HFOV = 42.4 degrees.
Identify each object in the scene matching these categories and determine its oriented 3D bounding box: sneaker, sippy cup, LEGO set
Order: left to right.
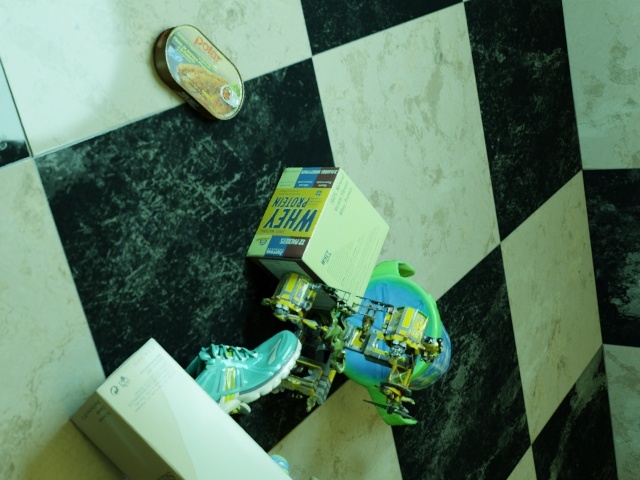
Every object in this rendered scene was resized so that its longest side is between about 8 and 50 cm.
[{"bbox_3d":[-0.152,0.217,1.351,0.275,0.107,0.110,-27,103,-24],"label":"sneaker"},{"bbox_3d":[-0.158,0.292,1.454,0.083,0.031,0.035,44,72,-39],"label":"sneaker"},{"bbox_3d":[0.037,0.214,1.479,0.255,0.331,0.192,89,22,-64],"label":"LEGO set"},{"bbox_3d":[0.166,0.214,1.727,0.306,0.240,0.224,-56,147,-3],"label":"sippy cup"}]

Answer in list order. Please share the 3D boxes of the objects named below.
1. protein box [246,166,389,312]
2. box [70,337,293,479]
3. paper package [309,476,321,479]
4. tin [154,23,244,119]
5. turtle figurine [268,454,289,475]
[{"bbox_3d":[0.000,0.000,1.554,0.201,0.136,0.200,47,57,-43],"label":"protein box"},{"bbox_3d":[-0.195,0.308,1.192,0.311,0.148,0.121,45,49,-1],"label":"box"},{"bbox_3d":[0.112,0.618,1.525,0.168,0.324,0.310,-58,150,-32],"label":"paper package"},{"bbox_3d":[-0.199,-0.277,1.368,0.189,0.040,0.106,41,64,-45],"label":"tin"},{"bbox_3d":[-0.129,0.476,1.366,0.197,0.274,0.266,26,72,-13],"label":"turtle figurine"}]
